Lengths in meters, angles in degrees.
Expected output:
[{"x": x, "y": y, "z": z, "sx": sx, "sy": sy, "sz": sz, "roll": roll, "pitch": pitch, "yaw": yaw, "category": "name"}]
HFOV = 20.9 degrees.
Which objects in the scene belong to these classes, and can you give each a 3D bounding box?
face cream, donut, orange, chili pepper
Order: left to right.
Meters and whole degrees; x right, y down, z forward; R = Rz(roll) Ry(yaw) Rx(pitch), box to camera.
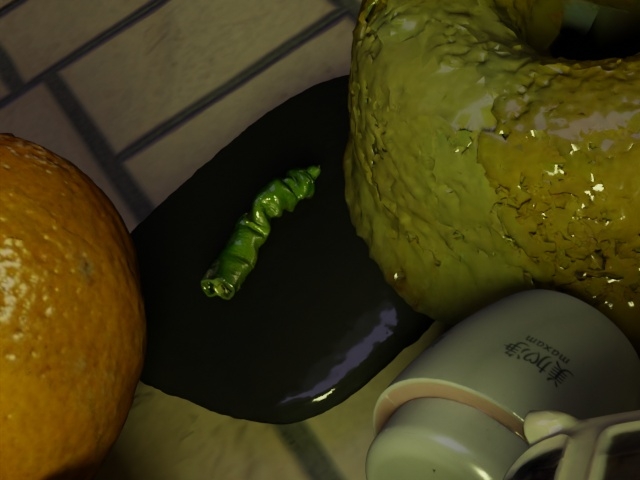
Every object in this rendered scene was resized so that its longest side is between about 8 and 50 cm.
[{"x": -0.183, "y": 0.049, "z": 0.767, "sx": 0.224, "sy": 0.170, "sz": 0.224, "roll": -34, "pitch": 35, "yaw": 28, "category": "orange"}, {"x": -0.028, "y": -0.006, "z": 0.798, "sx": 0.083, "sy": 0.022, "sz": 0.027, "roll": -54, "pitch": 5, "yaw": -26, "category": "chili pepper"}, {"x": 0.070, "y": 0.071, "z": 0.638, "sx": 0.091, "sy": 0.091, "sz": 0.095, "roll": 5, "pitch": 41, "yaw": 41, "category": "face cream"}, {"x": 0.130, "y": -0.083, "z": 0.733, "sx": 0.272, "sy": 0.107, "sz": 0.272, "roll": -8, "pitch": 45, "yaw": 7, "category": "donut"}]

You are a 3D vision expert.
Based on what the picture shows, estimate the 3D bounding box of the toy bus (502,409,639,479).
[{"x": 0.188, "y": 0.117, "z": 0.443, "sx": 0.305, "sy": 0.143, "sz": 0.179, "roll": -13, "pitch": 35, "yaw": 27, "category": "toy bus"}]

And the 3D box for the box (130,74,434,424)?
[{"x": 0.000, "y": 0.000, "z": 0.823, "sx": 0.212, "sy": 0.042, "sz": 0.201, "roll": -45, "pitch": 37, "yaw": -19, "category": "box"}]
